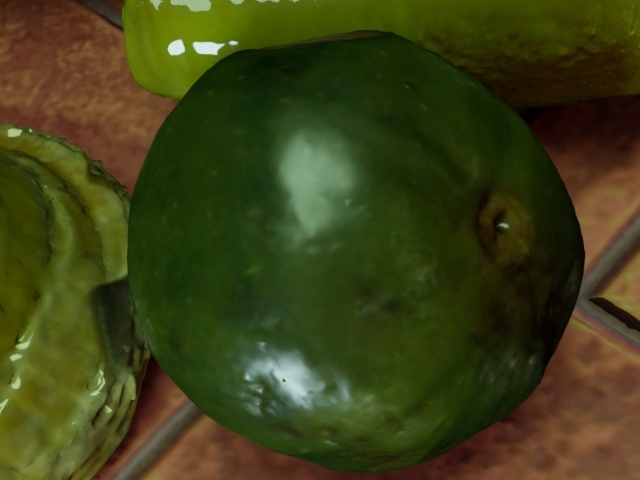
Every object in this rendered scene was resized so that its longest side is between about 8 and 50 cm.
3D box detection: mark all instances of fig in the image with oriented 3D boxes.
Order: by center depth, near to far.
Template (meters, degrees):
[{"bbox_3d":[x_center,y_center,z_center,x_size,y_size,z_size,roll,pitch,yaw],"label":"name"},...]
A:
[{"bbox_3d":[0.000,0.000,0.428,0.195,0.195,0.245,-43,22,-17],"label":"fig"}]

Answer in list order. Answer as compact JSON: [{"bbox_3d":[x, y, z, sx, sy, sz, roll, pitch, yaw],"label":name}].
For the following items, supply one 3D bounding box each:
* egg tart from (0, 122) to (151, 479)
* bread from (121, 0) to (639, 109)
[{"bbox_3d":[-0.227,0.039,0.476,0.290,0.115,0.290,-5,56,8],"label":"egg tart"},{"bbox_3d":[0.077,-0.126,0.506,0.383,0.112,0.166,-4,21,10],"label":"bread"}]
